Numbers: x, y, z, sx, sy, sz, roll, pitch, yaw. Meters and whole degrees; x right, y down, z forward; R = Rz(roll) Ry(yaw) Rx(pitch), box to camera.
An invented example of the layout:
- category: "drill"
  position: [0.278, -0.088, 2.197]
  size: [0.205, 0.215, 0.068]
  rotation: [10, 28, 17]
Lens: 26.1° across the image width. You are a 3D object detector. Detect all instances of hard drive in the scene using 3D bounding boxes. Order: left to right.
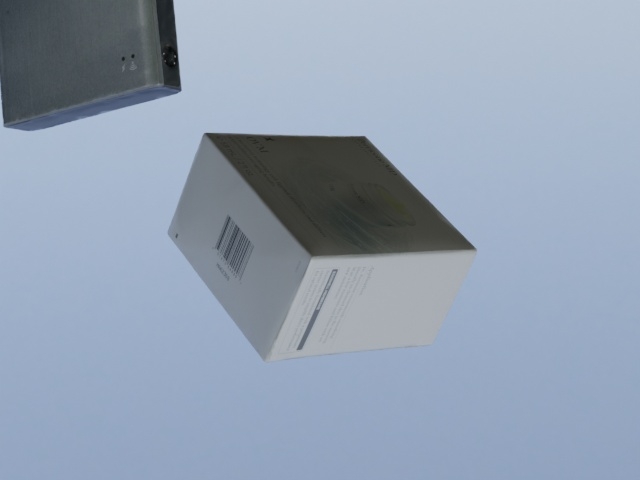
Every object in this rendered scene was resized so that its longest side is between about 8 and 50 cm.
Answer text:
- category: "hard drive"
  position: [-0.109, -0.125, 0.625]
  size: [0.094, 0.135, 0.022]
  rotation: [-10, 172, 32]

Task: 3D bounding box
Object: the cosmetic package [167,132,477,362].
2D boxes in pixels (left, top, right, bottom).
- category: "cosmetic package"
  position: [0.000, 0.000, 1.451]
  size: [0.224, 0.138, 0.224]
  rotation: [-1, -143, -39]
